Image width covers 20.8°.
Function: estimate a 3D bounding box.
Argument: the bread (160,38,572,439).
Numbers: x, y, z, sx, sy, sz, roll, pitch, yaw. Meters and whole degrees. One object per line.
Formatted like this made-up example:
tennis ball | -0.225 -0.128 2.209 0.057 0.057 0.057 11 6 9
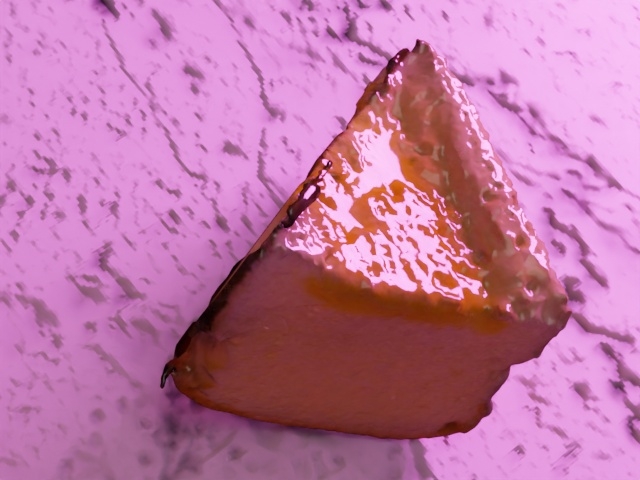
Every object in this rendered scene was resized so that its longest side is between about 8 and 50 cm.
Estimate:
bread | 0.000 0.000 0.789 0.160 0.140 0.169 -4 59 -34
